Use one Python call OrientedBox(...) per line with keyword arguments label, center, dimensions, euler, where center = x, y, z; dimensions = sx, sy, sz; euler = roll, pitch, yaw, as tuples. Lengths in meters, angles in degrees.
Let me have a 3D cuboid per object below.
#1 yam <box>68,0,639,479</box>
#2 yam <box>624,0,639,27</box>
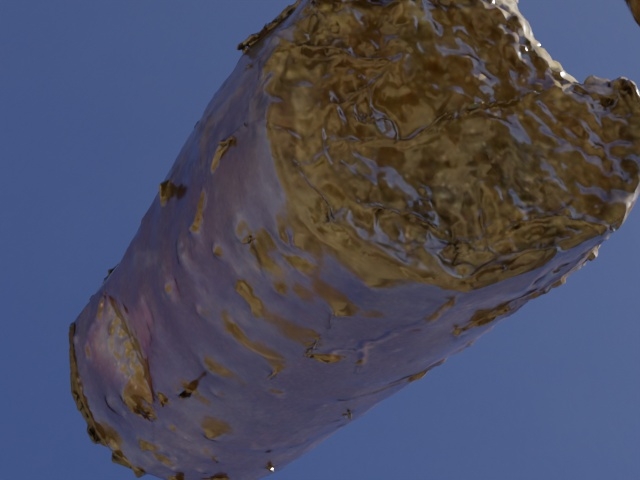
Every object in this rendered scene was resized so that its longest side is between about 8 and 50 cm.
OrientedBox(label="yam", center=(0.002, 0.001, 0.588), dimensions=(0.128, 0.238, 0.129), euler=(8, -113, -21))
OrientedBox(label="yam", center=(0.087, -0.110, 0.423), dimensions=(0.066, 0.300, 0.066), euler=(-10, -35, -7))
